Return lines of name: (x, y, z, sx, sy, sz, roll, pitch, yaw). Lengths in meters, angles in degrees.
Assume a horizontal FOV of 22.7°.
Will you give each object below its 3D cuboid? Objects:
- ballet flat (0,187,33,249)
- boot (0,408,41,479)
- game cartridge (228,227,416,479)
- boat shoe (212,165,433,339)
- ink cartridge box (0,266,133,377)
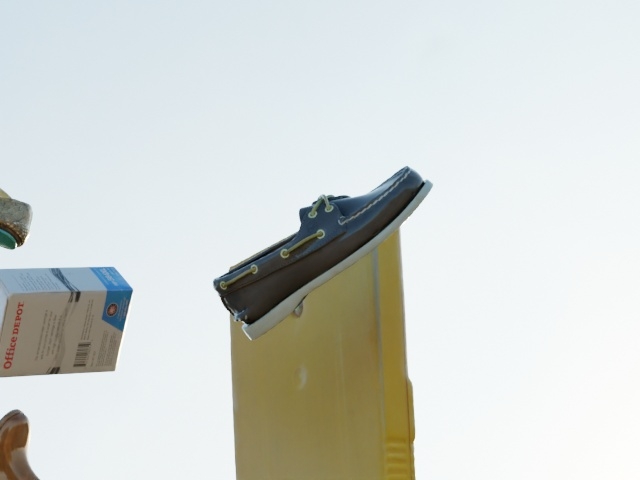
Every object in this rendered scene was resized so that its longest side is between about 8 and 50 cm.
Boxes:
ballet flat: (-0.449, -0.054, 1.971, 0.206, 0.067, 0.073, 24, -32, 2)
boot: (-0.360, 0.321, 2.020, 0.152, 0.197, 0.073, 8, -6, 30)
game cartridge: (-0.003, 0.146, 1.662, 0.053, 0.323, 0.285, 7, -20, -33)
boat shoe: (0.000, 0.000, 1.447, 0.228, 0.068, 0.081, -39, 5, 17)
ink cartridge box: (-0.400, 0.120, 2.389, 0.203, 0.086, 0.148, 1, -62, -32)
